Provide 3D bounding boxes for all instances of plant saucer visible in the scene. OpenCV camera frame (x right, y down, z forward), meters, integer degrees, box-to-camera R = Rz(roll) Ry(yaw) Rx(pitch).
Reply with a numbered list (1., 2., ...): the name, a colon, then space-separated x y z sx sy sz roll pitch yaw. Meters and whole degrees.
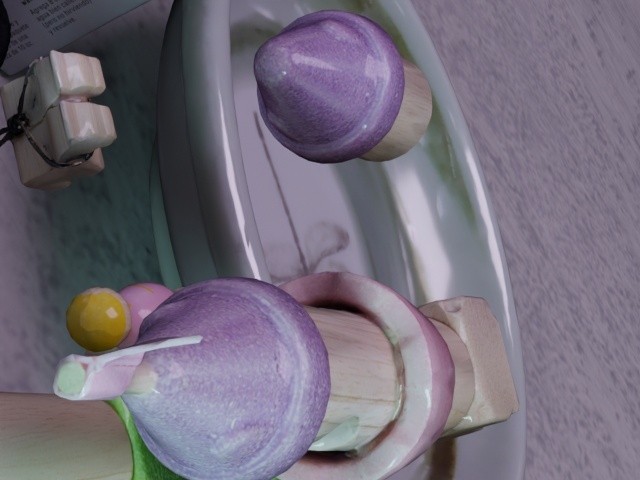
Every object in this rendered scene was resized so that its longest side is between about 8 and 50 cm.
1. plant saucer: 0.000 0.000 0.893 0.400 0.100 0.401 49 33 -48

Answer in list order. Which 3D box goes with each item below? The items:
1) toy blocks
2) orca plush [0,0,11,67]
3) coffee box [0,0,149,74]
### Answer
1. toy blocks: -0.099 0.057 0.502 0.260 0.288 0.309 12 61 -64
2. orca plush: -0.219 -0.142 0.649 0.287 0.102 0.151 40 37 -39
3. coffee box: -0.189 -0.251 0.770 0.297 0.118 0.168 47 34 -32
